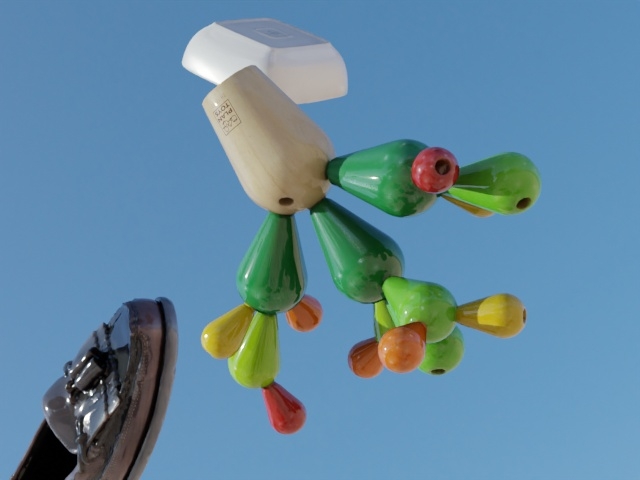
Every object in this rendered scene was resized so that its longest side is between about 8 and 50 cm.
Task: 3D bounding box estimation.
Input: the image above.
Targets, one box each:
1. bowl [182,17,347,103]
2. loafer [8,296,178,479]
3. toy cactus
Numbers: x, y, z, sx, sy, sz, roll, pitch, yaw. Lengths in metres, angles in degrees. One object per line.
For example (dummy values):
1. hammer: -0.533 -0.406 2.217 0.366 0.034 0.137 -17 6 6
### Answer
1. bowl: -0.054 -0.188 1.270 0.142 0.142 0.053 -16 -55 -46
2. loafer: -0.198 0.163 1.031 0.095 0.109 0.302 8 -49 -22
3. toy cactus: 0.000 0.000 0.613 0.112 0.180 0.219 -35 -3 -42
